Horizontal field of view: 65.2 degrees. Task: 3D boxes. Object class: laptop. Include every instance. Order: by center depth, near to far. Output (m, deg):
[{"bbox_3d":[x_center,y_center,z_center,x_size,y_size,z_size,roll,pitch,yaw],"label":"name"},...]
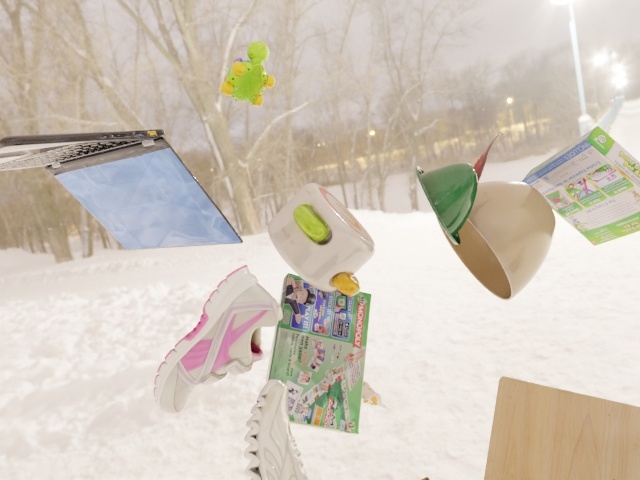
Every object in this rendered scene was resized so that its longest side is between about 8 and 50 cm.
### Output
[{"bbox_3d":[-0.433,-0.056,0.919,0.381,0.237,0.407,-4,10,33],"label":"laptop"}]

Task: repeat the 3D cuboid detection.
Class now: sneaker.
[{"bbox_3d":[-0.148,0.164,0.736,0.252,0.111,0.103,-54,-2,10],"label":"sneaker"},{"bbox_3d":[-0.061,0.369,0.782,0.118,0.293,0.110,-2,-24,9],"label":"sneaker"}]

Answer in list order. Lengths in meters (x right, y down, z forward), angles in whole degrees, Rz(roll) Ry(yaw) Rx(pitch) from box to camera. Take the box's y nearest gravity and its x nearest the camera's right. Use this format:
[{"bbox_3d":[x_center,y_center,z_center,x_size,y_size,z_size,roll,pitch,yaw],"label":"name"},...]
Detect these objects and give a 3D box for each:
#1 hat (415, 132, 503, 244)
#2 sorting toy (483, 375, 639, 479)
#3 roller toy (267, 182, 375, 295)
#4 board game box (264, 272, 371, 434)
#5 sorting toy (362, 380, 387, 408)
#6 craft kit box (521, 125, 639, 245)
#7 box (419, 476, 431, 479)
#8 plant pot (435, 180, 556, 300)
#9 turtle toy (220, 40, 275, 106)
[{"bbox_3d":[0.305,-0.122,0.988,0.183,0.209,0.173,-28,-28,20],"label":"hat"},{"bbox_3d":[0.414,0.392,0.838,0.255,0.257,0.089,8,-26,23],"label":"sorting toy"},{"bbox_3d":[0.000,0.000,0.981,0.146,0.209,0.191,-44,26,12],"label":"roller toy"},{"bbox_3d":[-0.003,0.250,1.119,0.213,0.318,0.046,16,-27,-14],"label":"board game box"},{"bbox_3d":[0.151,0.441,1.393,0.045,0.075,0.083,-54,19,-5],"label":"sorting toy"},{"bbox_3d":[0.629,-0.112,1.143,0.061,0.246,0.250,-44,-3,-17],"label":"craft kit box"},{"bbox_3d":[0.122,0.433,0.718,0.164,0.201,0.021,-30,30,5],"label":"box"},{"bbox_3d":[0.429,-0.030,1.176,0.190,0.284,0.284,-34,10,-2],"label":"plant pot"},{"bbox_3d":[-0.143,-0.336,1.005,0.095,0.066,0.130,13,-50,-38],"label":"turtle toy"}]
